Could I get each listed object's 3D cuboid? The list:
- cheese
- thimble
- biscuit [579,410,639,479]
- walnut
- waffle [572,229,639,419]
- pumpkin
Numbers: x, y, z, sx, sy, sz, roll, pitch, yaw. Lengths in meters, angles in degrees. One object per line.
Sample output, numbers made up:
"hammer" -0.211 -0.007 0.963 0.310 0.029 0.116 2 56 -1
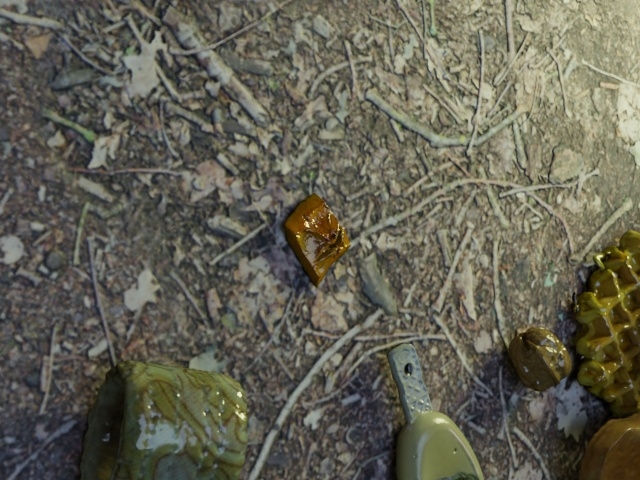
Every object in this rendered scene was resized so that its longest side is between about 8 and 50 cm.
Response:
"cheese" 0.139 0.247 1.345 0.127 0.050 0.235 -21 102 -29
"thimble" -0.173 0.229 1.101 0.144 0.137 0.190 14 93 -31
"biscuit" 0.522 0.416 1.553 0.365 0.062 0.385 -15 108 -30
"walnut" 0.314 0.171 1.442 0.079 0.082 0.096 -35 110 2
"waffle" 0.510 0.129 1.573 0.329 0.062 0.329 0 90 -32
"pumpkin" -0.001 0.000 1.271 0.073 0.035 0.101 -41 112 -23
